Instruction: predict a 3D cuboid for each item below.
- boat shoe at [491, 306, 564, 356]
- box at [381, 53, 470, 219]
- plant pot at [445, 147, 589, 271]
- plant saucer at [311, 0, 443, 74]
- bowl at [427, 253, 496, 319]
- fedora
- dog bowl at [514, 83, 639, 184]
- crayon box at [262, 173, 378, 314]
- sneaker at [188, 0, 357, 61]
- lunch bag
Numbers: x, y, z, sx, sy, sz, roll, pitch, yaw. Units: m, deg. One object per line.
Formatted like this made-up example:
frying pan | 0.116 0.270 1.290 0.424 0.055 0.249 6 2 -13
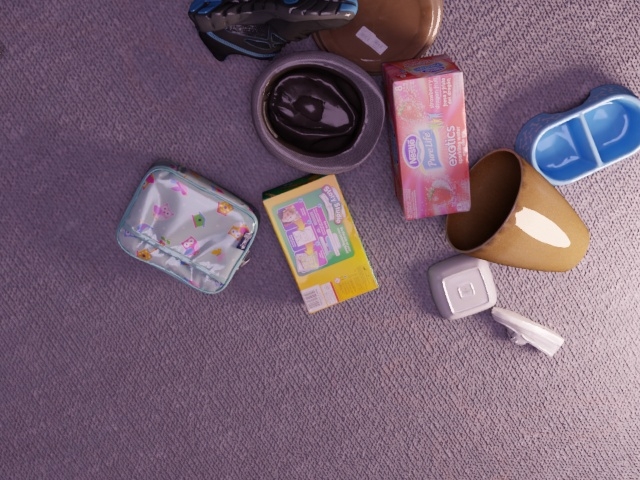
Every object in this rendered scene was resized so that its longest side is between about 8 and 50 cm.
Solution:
boat shoe | 0.460 0.209 2.062 0.184 0.066 0.063 24 100 -18
box | 0.218 -0.212 1.870 0.142 0.154 0.300 -9 116 -2
plant pot | 0.437 -0.036 1.934 0.254 0.237 0.237 25 101 -24
plant saucer | 0.111 -0.456 1.841 0.278 0.041 0.278 0 125 0
bowl | 0.318 0.106 2.030 0.142 0.053 0.142 -18 103 3
fedora | -0.006 -0.266 1.885 0.275 0.124 0.244 13 101 0
dog bowl | 0.568 -0.220 1.955 0.297 0.074 0.166 -25 103 2
crayon box | 0.000 0.000 1.971 0.165 0.081 0.278 -21 104 2
sneaker | -0.085 -0.436 1.811 0.341 0.125 0.140 1 140 19
lunch bag | -0.278 -0.021 1.937 0.279 0.108 0.224 29 100 -10
